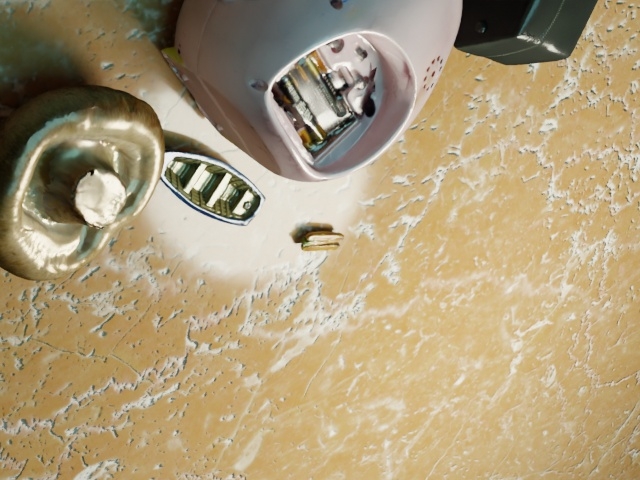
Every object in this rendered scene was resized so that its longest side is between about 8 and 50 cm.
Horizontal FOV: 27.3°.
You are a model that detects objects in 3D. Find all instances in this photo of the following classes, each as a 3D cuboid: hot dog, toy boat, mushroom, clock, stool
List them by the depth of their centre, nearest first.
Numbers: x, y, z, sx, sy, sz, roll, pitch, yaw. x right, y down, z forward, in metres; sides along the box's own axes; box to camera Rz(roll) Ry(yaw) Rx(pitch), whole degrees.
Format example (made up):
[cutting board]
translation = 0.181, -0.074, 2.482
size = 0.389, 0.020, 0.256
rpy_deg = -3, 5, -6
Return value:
[mushroom]
translation = -0.313, -0.075, 1.641
size = 0.278, 0.146, 0.278
rpy_deg = -32, 143, -28
[clock]
translation = 0.022, -0.267, 1.698
size = 0.376, 0.250, 0.368
rpy_deg = -42, 137, -7
[toy boat]
translation = -0.167, -0.084, 1.826
size = 0.229, 0.046, 0.080
rpy_deg = 27, 101, -46
[stool]
translation = 0.277, -0.365, 1.869
size = 0.141, 0.232, 0.232
rpy_deg = 9, 113, -40
[hot dog]
translation = 0.000, 0.000, 2.043
size = 0.083, 0.021, 0.037
rpy_deg = 3, 128, -42
